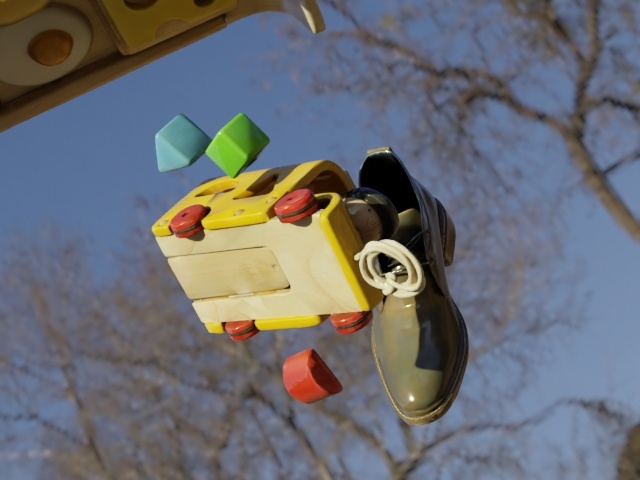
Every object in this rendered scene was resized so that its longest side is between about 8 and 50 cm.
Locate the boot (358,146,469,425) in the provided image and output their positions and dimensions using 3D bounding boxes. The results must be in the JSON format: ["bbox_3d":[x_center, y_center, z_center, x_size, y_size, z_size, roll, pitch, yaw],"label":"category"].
[{"bbox_3d":[0.060,0.031,1.352,0.082,0.219,0.106,-17,-43,17],"label":"boot"}]

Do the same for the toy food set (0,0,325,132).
[{"bbox_3d":[-0.163,-0.145,1.122,0.306,0.092,0.219,-24,-37,2],"label":"toy food set"}]

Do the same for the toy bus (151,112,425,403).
[{"bbox_3d":[-0.011,-0.003,1.175,0.104,0.202,0.191,-46,-16,-40],"label":"toy bus"}]
